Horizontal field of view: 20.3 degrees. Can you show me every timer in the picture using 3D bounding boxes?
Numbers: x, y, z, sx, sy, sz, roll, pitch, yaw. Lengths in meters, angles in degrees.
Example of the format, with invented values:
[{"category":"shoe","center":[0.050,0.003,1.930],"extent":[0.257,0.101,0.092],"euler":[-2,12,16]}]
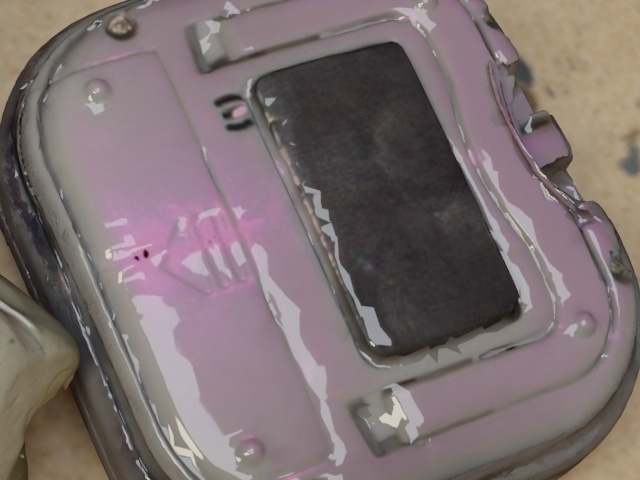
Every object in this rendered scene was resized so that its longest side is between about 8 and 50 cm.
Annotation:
[{"category":"timer","center":[0.000,0.000,0.599],"extent":[0.190,0.069,0.209],"euler":[-21,73,-20]}]

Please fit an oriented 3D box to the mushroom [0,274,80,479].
[{"category":"mushroom","center":[-0.154,-0.011,0.498],"extent":[0.099,0.096,0.278],"euler":[-54,128,-41]}]
